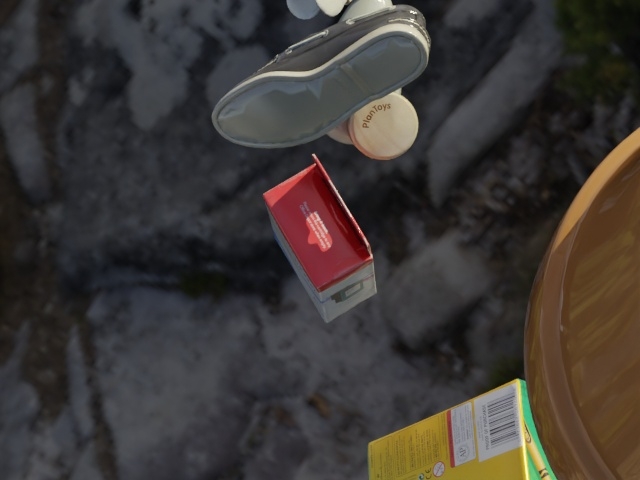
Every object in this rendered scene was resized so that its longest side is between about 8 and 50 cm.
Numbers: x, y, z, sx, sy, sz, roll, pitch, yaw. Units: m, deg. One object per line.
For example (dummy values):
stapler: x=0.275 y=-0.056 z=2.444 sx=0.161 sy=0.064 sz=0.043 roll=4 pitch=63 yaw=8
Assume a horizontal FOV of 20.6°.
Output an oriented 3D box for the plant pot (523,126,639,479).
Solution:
plant pot: x=0.249 y=0.034 z=0.855 sx=0.291 sy=0.203 sz=0.290 roll=-1 pitch=72 yaw=3

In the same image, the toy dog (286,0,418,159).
toy dog: x=0.013 y=-0.248 z=2.096 sx=0.220 sy=0.161 sz=0.333 roll=127 pitch=135 yaw=-77

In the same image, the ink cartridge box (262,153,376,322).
ink cartridge box: x=0.000 y=0.000 z=2.078 sx=0.078 sy=0.231 sz=0.134 roll=-30 pitch=74 yaw=-5

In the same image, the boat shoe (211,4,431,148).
boat shoe: x=0.002 y=-0.140 z=1.494 sx=0.206 sy=0.075 sz=0.065 roll=-22 pitch=33 yaw=25

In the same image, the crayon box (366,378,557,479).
crayon box: x=0.127 y=0.267 z=1.372 sx=0.165 sy=0.081 sz=0.278 roll=-28 pitch=52 yaw=36
